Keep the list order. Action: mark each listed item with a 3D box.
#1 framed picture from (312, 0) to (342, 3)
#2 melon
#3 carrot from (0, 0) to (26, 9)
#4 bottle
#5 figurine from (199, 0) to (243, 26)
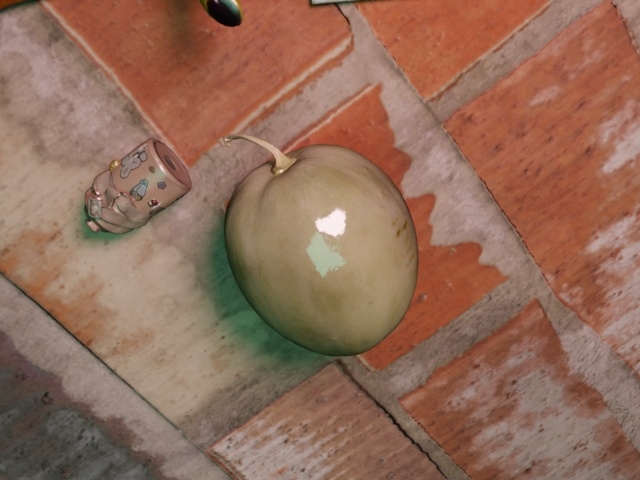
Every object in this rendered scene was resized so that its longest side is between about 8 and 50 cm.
[{"bbox_3d":[0.073,-0.441,0.733,0.197,0.014,0.252,-7,112,-4],"label":"framed picture"},{"bbox_3d":[0.005,0.012,0.780,0.272,0.271,0.308,-21,140,2],"label":"melon"},{"bbox_3d":[-0.419,-0.297,0.716,0.248,0.043,0.043,-18,113,-2],"label":"carrot"},{"bbox_3d":[-0.263,-0.064,0.800,0.152,0.099,0.099,-33,112,7],"label":"bottle"},{"bbox_3d":[-0.132,-0.429,0.630,0.218,0.169,0.326,-46,130,-28],"label":"figurine"}]
